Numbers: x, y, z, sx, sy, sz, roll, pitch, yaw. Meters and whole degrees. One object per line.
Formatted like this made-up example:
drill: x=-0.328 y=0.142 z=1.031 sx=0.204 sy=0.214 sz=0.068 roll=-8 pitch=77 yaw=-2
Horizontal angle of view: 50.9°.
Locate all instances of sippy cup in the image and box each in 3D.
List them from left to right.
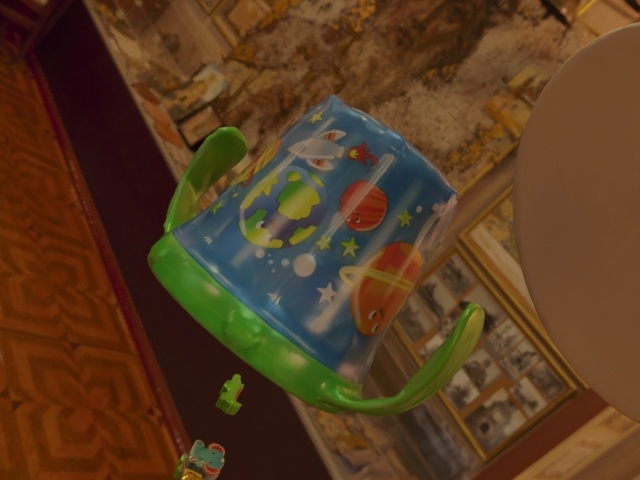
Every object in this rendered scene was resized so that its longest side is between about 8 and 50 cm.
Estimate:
sippy cup: x=0.000 y=0.000 z=0.626 sx=0.305 sy=0.224 sz=0.240 roll=38 pitch=-1 yaw=-4

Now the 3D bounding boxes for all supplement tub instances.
supplement tub: x=0.301 y=-0.029 z=0.375 sx=0.325 sy=0.235 sz=0.235 roll=-10 pitch=43 yaw=-20

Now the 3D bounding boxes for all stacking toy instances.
stacking toy: x=-0.143 y=0.290 z=0.799 sx=0.052 sy=0.167 sz=0.221 roll=27 pitch=28 yaw=-9
